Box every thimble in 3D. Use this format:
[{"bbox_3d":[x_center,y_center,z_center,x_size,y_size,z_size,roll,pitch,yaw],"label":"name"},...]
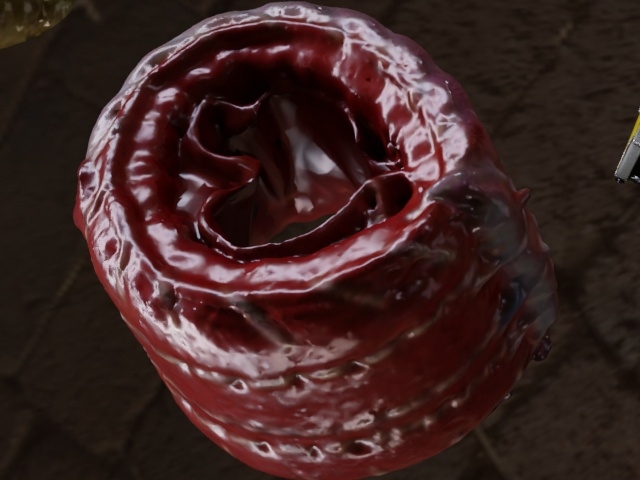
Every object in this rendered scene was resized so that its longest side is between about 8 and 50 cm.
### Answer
[{"bbox_3d":[-0.007,0.000,0.747,0.163,0.125,0.189,-43,50,-15],"label":"thimble"}]

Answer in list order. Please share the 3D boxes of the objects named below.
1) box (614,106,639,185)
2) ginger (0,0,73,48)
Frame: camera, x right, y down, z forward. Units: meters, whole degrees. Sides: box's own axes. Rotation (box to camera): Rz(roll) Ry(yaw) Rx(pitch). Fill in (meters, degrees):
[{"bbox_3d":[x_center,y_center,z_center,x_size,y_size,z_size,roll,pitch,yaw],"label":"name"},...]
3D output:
[{"bbox_3d":[0.312,-0.022,1.169,0.247,0.129,0.033,26,117,7],"label":"box"},{"bbox_3d":[-0.141,-0.061,0.511,0.115,0.205,0.081,33,120,-21],"label":"ginger"}]
